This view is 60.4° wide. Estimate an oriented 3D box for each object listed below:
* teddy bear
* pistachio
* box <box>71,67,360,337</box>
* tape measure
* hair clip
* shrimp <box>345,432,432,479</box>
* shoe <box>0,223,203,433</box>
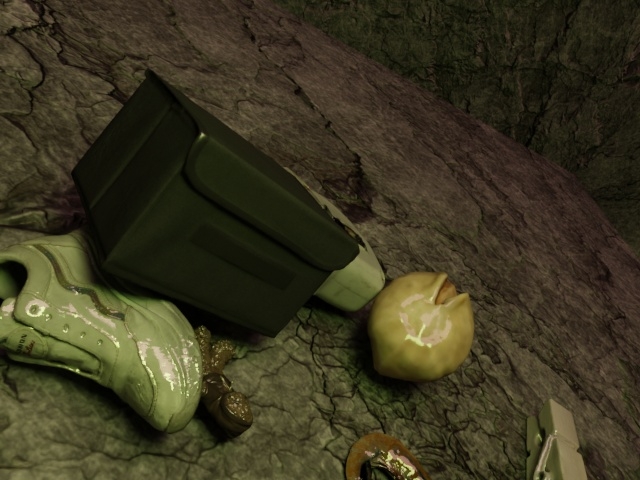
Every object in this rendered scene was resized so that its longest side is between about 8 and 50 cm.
[{"bbox_3d":[-0.152,0.207,0.774,0.160,0.077,0.119,58,3,39],"label":"teddy bear"},{"bbox_3d":[0.194,0.161,1.042,0.193,0.214,0.318,45,15,16],"label":"pistachio"},{"bbox_3d":[-0.154,-0.045,0.826,0.345,0.204,0.251,34,11,-46],"label":"box"},{"bbox_3d":[0.000,0.000,1.073,0.265,0.130,0.258,32,19,-39],"label":"tape measure"},{"bbox_3d":[0.439,0.440,1.029,0.085,0.101,0.331,32,31,-1],"label":"hair clip"},{"bbox_3d":[0.130,0.391,0.834,0.219,0.046,0.152,42,32,14],"label":"shrimp"},{"bbox_3d":[-0.302,0.117,0.694,0.210,0.132,0.342,-11,51,-47],"label":"shoe"}]
